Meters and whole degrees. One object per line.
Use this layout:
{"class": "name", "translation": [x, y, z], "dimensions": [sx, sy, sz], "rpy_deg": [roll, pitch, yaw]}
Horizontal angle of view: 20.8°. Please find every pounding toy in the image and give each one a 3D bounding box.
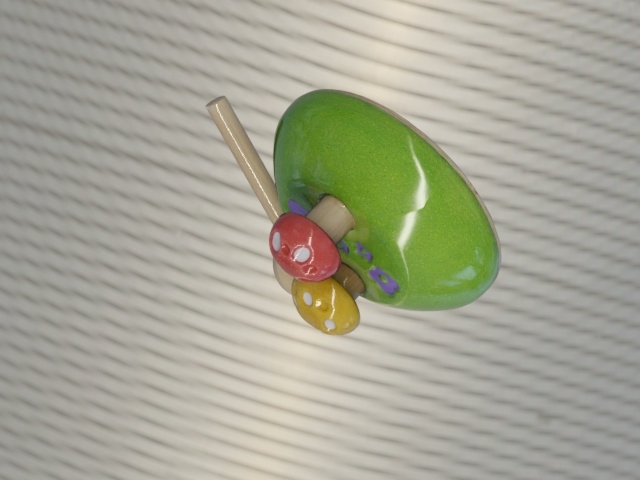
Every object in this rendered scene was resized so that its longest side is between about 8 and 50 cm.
{"class": "pounding toy", "translation": [0.000, 0.000, 1.180], "dimensions": [0.237, 0.110, 0.183], "rpy_deg": [7, 136, 53]}
